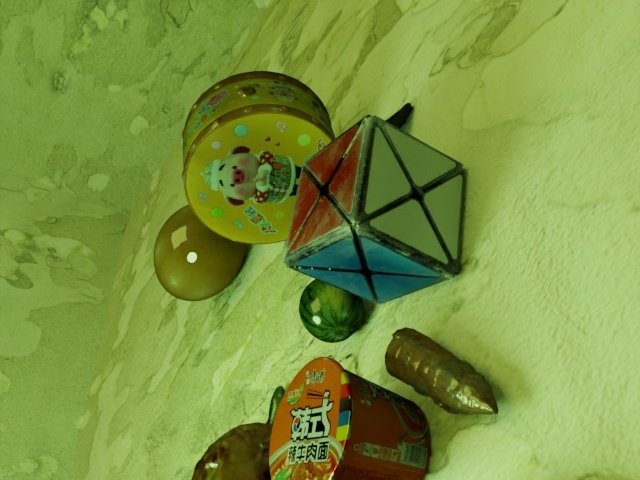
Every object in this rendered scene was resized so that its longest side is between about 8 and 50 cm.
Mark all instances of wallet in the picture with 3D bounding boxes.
[{"bbox_3d":[0.114,-0.208,1.547,0.146,0.030,0.285,-23,26,51],"label":"wallet"}]

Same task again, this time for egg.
[{"bbox_3d":[-0.389,0.038,2.120,0.351,0.282,0.283,-54,29,32],"label":"egg"}]

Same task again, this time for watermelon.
[{"bbox_3d":[0.022,0.134,1.438,0.141,0.140,0.187,-53,26,26],"label":"watermelon"}]

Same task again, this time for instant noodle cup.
[{"bbox_3d":[0.055,0.347,1.140,0.250,0.192,0.250,-43,34,40],"label":"instant noodle cup"}]

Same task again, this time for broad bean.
[{"bbox_3d":[-0.123,0.457,1.563,0.069,0.039,0.227,9,78,69],"label":"broad bean"}]

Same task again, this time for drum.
[{"bbox_3d":[-0.153,-0.207,1.732,0.431,0.431,0.214,-52,30,27],"label":"drum"}]

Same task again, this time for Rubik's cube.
[{"bbox_3d":[0.107,-0.050,1.293,0.259,0.260,0.255,-24,47,51],"label":"Rubik's cube"}]

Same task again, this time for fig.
[{"bbox_3d":[-0.110,0.545,1.295,0.286,0.286,0.369,-103,13,-51],"label":"fig"}]

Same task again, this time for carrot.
[{"bbox_3d":[0.202,0.224,1.077,0.263,0.101,0.102,22,89,63],"label":"carrot"}]
